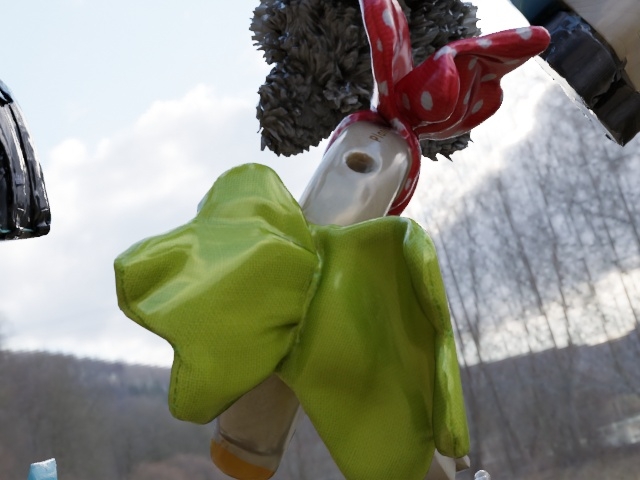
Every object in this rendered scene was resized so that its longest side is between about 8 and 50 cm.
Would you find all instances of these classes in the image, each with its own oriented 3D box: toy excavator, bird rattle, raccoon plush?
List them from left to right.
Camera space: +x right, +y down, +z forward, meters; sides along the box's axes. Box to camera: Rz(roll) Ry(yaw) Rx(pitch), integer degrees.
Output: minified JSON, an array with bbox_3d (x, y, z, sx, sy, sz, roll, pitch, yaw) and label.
[{"bbox_3d":[0.000,0.000,0.463,0.143,0.253,0.207,20,-45,-2],"label":"bird rattle"},{"bbox_3d":[0.011,-0.215,0.618,0.216,0.299,0.446,4,-3,16],"label":"raccoon plush"},{"bbox_3d":[0.240,-0.370,1.140,0.222,0.445,0.433,-45,-31,12],"label":"toy excavator"}]

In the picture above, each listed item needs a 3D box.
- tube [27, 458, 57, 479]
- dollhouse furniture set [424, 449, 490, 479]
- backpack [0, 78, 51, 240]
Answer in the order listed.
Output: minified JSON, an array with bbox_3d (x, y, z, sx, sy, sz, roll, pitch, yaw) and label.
[{"bbox_3d":[-0.282,0.322,0.973,0.052,0.207,0.080,5,-8,-4],"label":"tube"},{"bbox_3d":[0.045,0.281,0.809,0.303,0.355,0.174,-23,22,21],"label":"dollhouse furniture set"},{"bbox_3d":[-0.389,-0.088,1.087,0.144,0.188,0.166,-7,1,12],"label":"backpack"}]
